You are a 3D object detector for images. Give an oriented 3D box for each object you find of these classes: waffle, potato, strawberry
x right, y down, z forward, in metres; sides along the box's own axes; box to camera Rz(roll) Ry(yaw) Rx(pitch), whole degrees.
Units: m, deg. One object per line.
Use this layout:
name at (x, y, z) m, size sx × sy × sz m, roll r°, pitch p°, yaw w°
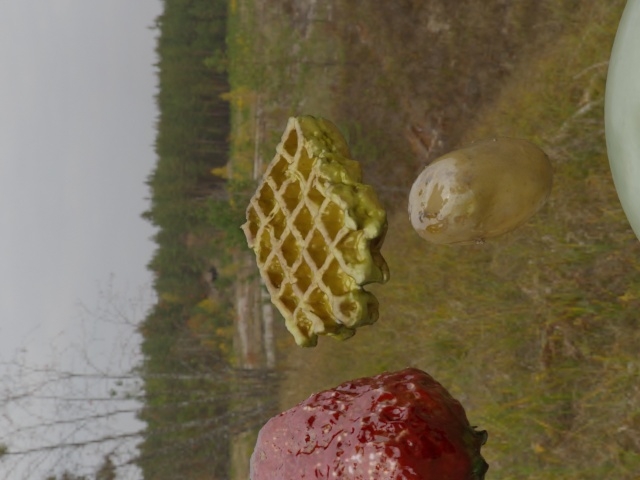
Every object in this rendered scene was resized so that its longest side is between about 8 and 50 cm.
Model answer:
waffle at (0.000, 0.000, 0.707) m, size 0.160 × 0.055 × 0.210 m, roll -62°, pitch 39°, yaw 33°
potato at (0.172, -0.052, 0.791) m, size 0.118 × 0.178 × 0.109 m, roll -3°, pitch 104°, yaw 59°
strawberry at (0.052, 0.270, 0.839) m, size 0.257 × 0.277 × 0.257 m, roll 2°, pitch -90°, yaw -82°

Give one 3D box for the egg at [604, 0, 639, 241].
egg at (0.361, -0.088, 0.548) m, size 0.278 × 0.279 × 0.335 m, roll -119°, pitch 21°, yaw -69°
